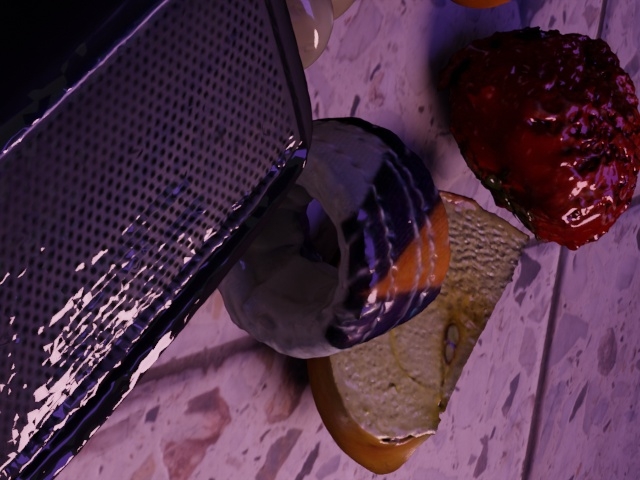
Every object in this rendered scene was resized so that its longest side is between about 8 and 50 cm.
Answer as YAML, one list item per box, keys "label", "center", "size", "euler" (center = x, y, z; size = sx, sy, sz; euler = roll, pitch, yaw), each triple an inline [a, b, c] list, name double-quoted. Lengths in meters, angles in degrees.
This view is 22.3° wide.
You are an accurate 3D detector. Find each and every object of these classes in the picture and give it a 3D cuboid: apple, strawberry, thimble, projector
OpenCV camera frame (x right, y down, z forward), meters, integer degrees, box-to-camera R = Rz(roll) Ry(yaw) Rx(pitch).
- label: "apple"
  center: [0.095, 0.089, 1.805]
  size: [0.346, 0.179, 0.254]
  euler: [-59, 159, -32]
- label: "strawberry"
  center: [0.268, -0.138, 1.890]
  size: [0.220, 0.274, 0.274]
  euler: [-43, 145, -2]
- label: "thimble"
  center: [0.000, 0.000, 1.582]
  size: [0.150, 0.237, 0.237]
  euler: [-22, 123, -47]
- label: "projector"
  center: [-0.266, -0.051, 0.960]
  size: [0.405, 0.395, 0.242]
  euler: [-51, 141, -32]

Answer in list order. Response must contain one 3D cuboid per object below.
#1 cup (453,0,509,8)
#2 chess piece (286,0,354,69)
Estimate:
- label: "cup"
  center: [0.119, -0.336, 1.615]
  size: [0.182, 0.226, 0.264]
  euler: [-42, 165, 12]
- label: "chess piece"
  center: [-0.069, -0.190, 1.429]
  size: [0.330, 0.182, 0.182]
  euler: [-56, 145, -35]
